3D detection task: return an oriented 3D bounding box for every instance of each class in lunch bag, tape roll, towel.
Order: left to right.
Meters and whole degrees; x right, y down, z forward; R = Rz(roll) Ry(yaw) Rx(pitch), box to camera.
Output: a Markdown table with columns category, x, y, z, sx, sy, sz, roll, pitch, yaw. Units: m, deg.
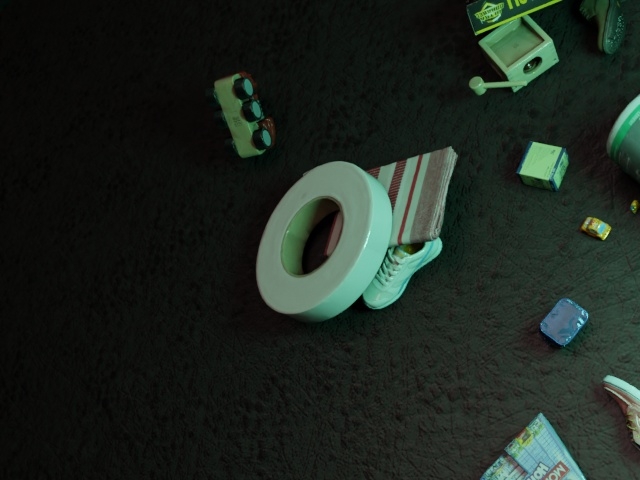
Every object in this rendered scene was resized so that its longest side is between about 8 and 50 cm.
| category | x | y | z | sx | sy | sz | roll | pitch | yaw |
| --- | --- | --- | --- | --- | --- | --- | --- | --- | --- |
| tape roll | 0.000 | 0.000 | 1.773 | 0.392 | 0.072 | 0.391 | -29 | 47 | 36 |
| towel | 0.158 | -0.079 | 1.746 | 0.329 | 0.037 | 0.237 | -11 | 52 | 46 |
| lunch bag | 0.483 | 0.170 | 1.516 | 0.067 | 0.065 | 0.098 | 41 | 89 | 20 |

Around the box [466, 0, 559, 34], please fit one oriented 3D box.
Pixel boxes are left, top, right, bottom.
| category | x | y | z | sx | sy | sz | roll | pitch | yaw |
| --- | --- | --- | --- | --- | --- | --- | --- | --- | --- |
| box | 0.504 | -0.597 | 1.770 | 0.322 | 0.079 | 0.257 | -19 | 18 | 19 |

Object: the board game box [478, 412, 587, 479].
| category | x | y | z | sx | sy | sz | roll | pitch | yaw |
| --- | --- | --- | --- | --- | --- | --- | --- | --- | --- |
| board game box | 0.421 | 0.463 | 1.414 | 0.194 | 0.060 | 0.194 | -47 | 54 | 1 |

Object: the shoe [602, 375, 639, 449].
| category | x | y | z | sx | sy | sz | roll | pitch | yaw |
| --- | --- | --- | --- | --- | --- | --- | --- | --- | --- |
| shoe | 0.581 | 0.328 | 1.389 | 0.178 | 0.063 | 0.081 | 37 | 82 | 31 |

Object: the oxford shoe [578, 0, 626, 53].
| category | x | y | z | sx | sy | sz | roll | pitch | yaw |
| --- | --- | --- | --- | --- | --- | --- | --- | --- | --- |
| oxford shoe | 0.649 | -0.517 | 1.748 | 0.096 | 0.083 | 0.227 | -10 | 57 | 37 |

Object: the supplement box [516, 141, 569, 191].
| category | x | y | z | sx | sy | sz | roll | pitch | yaw |
| --- | --- | --- | --- | --- | --- | --- | --- | --- | --- |
| supplement box | 0.492 | -0.163 | 1.671 | 0.083 | 0.056 | 0.083 | 18 | 77 | 33 |

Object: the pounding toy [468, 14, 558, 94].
| category | x | y | z | sx | sy | sz | roll | pitch | yaw |
| --- | --- | --- | --- | --- | --- | --- | --- | --- | --- |
| pounding toy | 0.448 | -0.402 | 1.782 | 0.206 | 0.094 | 0.181 | -35 | 55 | 9 |

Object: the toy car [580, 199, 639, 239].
| category | x | y | z | sx | sy | sz | roll | pitch | yaw |
| --- | --- | --- | --- | --- | --- | --- | --- | --- | --- |
| toy car | 0.599 | -0.055 | 1.573 | 0.122 | 0.040 | 0.060 | -43 | 55 | 4 |

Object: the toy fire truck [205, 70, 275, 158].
| category | x | y | z | sx | sy | sz | roll | pitch | yaw |
| --- | --- | --- | --- | --- | --- | --- | --- | --- | --- |
| toy fire truck | -0.205 | -0.358 | 2.078 | 0.159 | 0.216 | 0.246 | -11 | 21 | 24 |

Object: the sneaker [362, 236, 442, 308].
| category | x | y | z | sx | sy | sz | roll | pitch | yaw |
| --- | --- | --- | --- | --- | --- | --- | --- | --- | --- |
| sneaker | 0.171 | 0.056 | 1.716 | 0.228 | 0.092 | 0.087 | -48 | 56 | 2 |

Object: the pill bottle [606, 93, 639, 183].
| category | x | y | z | sx | sy | sz | roll | pitch | yaw |
| --- | --- | --- | --- | --- | --- | --- | --- | --- | --- |
| pill bottle | 0.741 | -0.128 | 1.434 | 0.204 | 0.204 | 0.361 | -41 | 55 | 6 |
